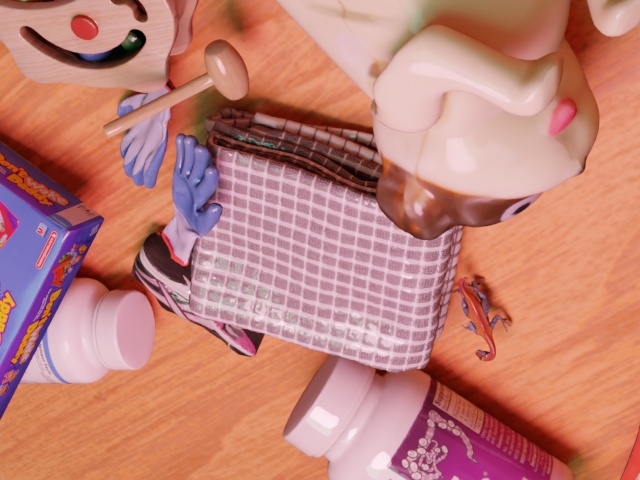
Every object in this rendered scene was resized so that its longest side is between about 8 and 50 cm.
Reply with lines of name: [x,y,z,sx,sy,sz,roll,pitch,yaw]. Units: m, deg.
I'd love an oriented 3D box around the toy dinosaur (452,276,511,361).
toy dinosaur: [0.163,0.086,1.851,0.047,0.090,0.082,-22,73,25]

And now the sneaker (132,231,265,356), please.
sneaker: [-0.137,0.064,1.975,0.178,0.072,0.077,45,143,-6]

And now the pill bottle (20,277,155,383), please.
pill bottle: [-0.308,0.104,2.033,0.221,0.124,0.124,-2,127,24]

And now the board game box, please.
board game box: [-0.417,0.054,1.956,0.233,0.078,0.347,36,115,12]

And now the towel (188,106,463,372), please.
towel: [0.000,0.000,1.814,0.283,0.121,0.235,15,132,11]

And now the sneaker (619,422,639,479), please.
sneaker: [0.397,0.273,1.865,0.145,0.090,0.270,35,136,30]

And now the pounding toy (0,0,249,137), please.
pounding toy: [-0.208,-0.206,1.705,0.269,0.155,0.154,6,134,19]

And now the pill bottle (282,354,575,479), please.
pill bottle: [0.116,0.245,1.938,0.301,0.169,0.169,33,133,-5]

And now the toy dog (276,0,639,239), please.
toy dog: [0.087,-0.188,1.517,0.395,0.284,0.408,-4,127,42]

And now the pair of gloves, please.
pair of gloves: [-0.159,-0.080,1.801,0.198,0.023,0.159,57,144,27]
